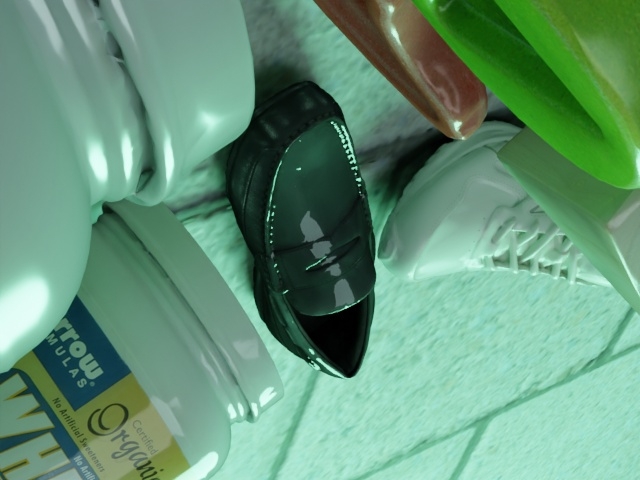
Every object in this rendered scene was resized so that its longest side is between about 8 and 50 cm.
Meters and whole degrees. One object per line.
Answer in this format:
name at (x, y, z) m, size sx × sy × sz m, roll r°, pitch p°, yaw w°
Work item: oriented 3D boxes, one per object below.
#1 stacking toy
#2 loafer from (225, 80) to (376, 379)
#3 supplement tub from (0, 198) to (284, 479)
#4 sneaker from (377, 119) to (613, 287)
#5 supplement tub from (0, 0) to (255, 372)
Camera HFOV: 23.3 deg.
stacking toy at (0.059, -0.134, 0.507) m, size 0.130 × 0.279 × 0.309 m, roll -42°, pitch 156°, yaw -1°
loafer at (0.000, 0.000, 0.833) m, size 0.076 × 0.078 × 0.223 m, roll -33°, pitch 151°, yaw -17°
supplement tub at (-0.132, 0.079, 0.710) m, size 0.199 × 0.144 × 0.144 m, roll -35°, pitch 152°, yaw -12°
sneaker at (0.140, -0.014, 0.950) m, size 0.232 × 0.115 × 0.090 m, roll -20°, pitch 146°, yaw -35°
supplement tub at (-0.203, -0.025, 0.369) m, size 0.325 × 0.235 × 0.235 m, roll -33°, pitch 152°, yaw -15°
